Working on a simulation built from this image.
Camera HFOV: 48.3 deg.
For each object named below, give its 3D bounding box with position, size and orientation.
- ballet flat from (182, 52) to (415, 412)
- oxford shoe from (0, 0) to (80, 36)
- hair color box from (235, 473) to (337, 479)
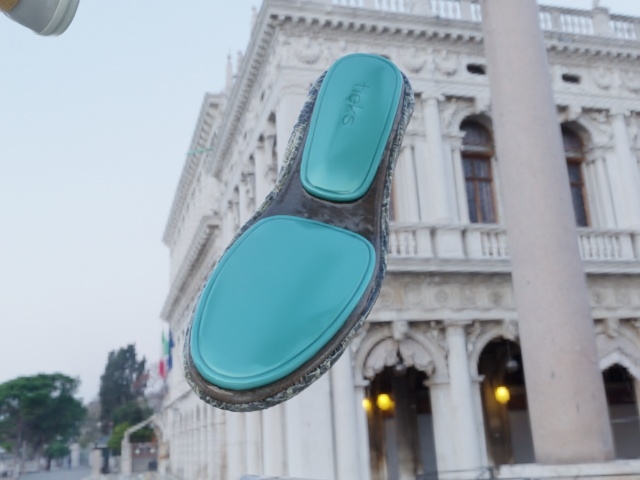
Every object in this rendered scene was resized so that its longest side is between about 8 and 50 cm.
[{"bbox_3d":[0.000,0.000,0.783,0.164,0.482,0.182,15,-36,9],"label":"ballet flat"},{"bbox_3d":[-0.426,-0.530,1.071,0.130,0.449,0.169,12,-16,-42],"label":"oxford shoe"},{"bbox_3d":[0.030,0.152,0.234,0.174,0.105,0.347,4,-12,1],"label":"hair color box"}]
